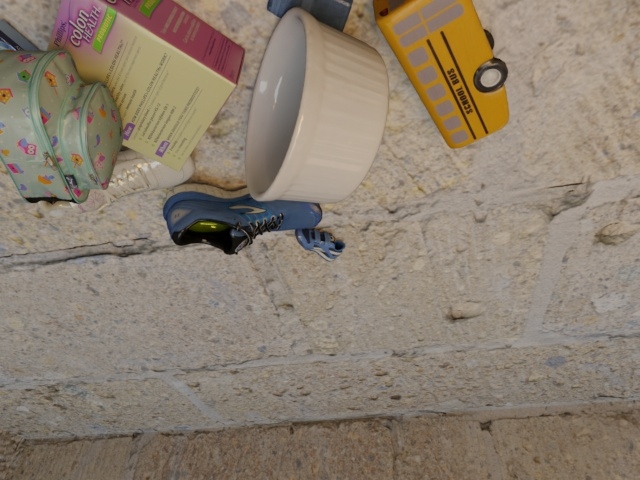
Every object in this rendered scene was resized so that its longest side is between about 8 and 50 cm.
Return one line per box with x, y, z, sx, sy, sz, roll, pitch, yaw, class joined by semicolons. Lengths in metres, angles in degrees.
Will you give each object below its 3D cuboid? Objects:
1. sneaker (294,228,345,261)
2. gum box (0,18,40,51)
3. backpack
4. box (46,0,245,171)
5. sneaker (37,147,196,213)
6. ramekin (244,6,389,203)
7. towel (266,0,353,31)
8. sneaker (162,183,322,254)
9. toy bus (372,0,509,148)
0.000;0.000;1.052;0.059;0.053;0.144;-32;138;32;sneaker
-0.530;-0.258;0.764;0.185;0.041;0.157;-23;134;25;gum box
-0.362;-0.159;0.603;0.145;0.165;0.188;-3;142;2;backpack
-0.281;-0.264;0.699;0.243;0.117;0.213;25;133;-27;box
-0.391;-0.109;0.852;0.305;0.152;0.114;-7;138;6;sneaker
-0.014;-0.186;0.675;0.135;0.277;0.277;9;139;-24;ramekin
-0.015;-0.353;0.660;0.120;0.029;0.067;15;137;-15;towel
-0.154;-0.032;0.925;0.330;0.147;0.129;-4;142;-15;sneaker
0.183;-0.300;0.662;0.130;0.108;0.333;-23;134;27;toy bus
